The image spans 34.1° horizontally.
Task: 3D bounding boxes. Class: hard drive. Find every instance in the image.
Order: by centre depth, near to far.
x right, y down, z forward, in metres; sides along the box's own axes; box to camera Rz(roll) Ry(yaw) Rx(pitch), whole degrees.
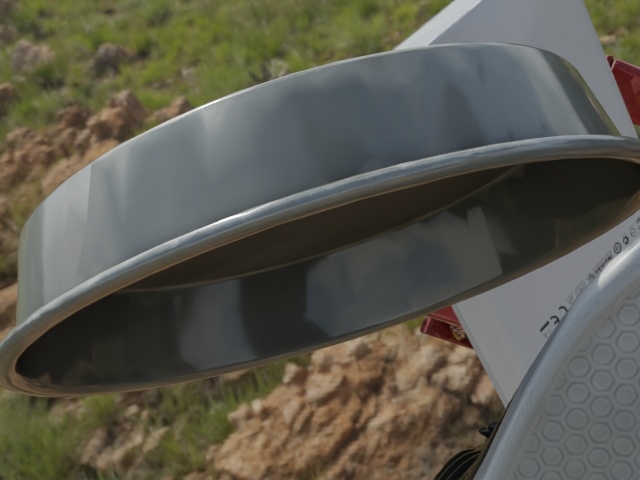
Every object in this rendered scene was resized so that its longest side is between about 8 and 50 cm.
[{"bbox_3d":[0.178,-0.027,0.834,0.233,0.353,0.047,-42,26,-28],"label":"hard drive"}]

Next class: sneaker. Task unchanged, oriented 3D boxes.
[{"bbox_3d":[0.108,0.073,0.381,0.104,0.296,0.147,35,16,5],"label":"sneaker"}]

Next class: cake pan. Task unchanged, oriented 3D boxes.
[{"bbox_3d":[0.000,0.000,0.457,0.293,0.054,0.293,-17,-14,-4],"label":"cake pan"}]

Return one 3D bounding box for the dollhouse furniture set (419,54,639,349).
[{"bbox_3d":[0.243,-0.051,1.109,0.152,0.201,0.374,22,80,9],"label":"dollhouse furniture set"}]
